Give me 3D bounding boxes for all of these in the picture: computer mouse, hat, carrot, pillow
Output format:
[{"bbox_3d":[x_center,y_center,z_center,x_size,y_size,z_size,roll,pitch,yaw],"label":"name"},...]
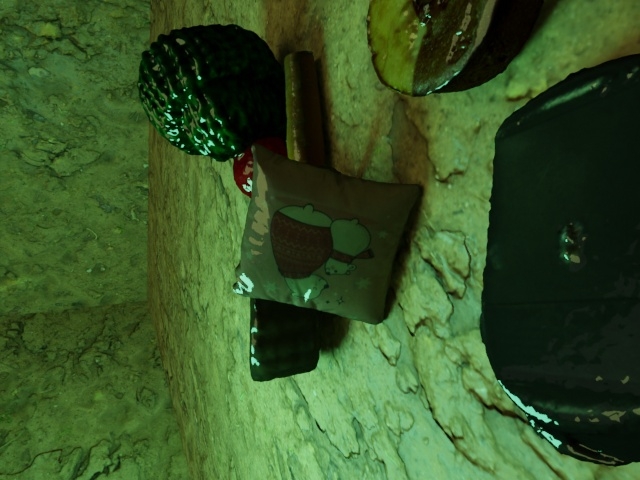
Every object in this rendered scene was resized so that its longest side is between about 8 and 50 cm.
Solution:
[{"bbox_3d":[0.214,0.013,0.363,0.168,0.087,0.296,-15,68,60],"label":"computer mouse"},{"bbox_3d":[-0.155,-0.222,0.881,0.332,0.274,0.242,57,156,15],"label":"hat"},{"bbox_3d":[-0.027,-0.205,0.825,0.067,0.067,0.225,-11,82,63],"label":"carrot"},{"bbox_3d":[0.000,0.000,0.656,0.084,0.236,0.223,-74,-1,-66],"label":"pillow"}]

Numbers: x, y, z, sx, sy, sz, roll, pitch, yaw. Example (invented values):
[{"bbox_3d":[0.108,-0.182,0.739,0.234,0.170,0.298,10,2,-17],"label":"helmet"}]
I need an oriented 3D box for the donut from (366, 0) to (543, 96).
[{"bbox_3d":[0.130,-0.219,0.492,0.217,0.085,0.141,43,131,55],"label":"donut"}]

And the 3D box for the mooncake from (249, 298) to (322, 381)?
[{"bbox_3d":[-0.067,0.133,0.859,0.228,0.124,0.228,178,90,-82],"label":"mooncake"}]

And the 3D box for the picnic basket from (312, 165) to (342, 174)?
[{"bbox_3d":[-0.018,-0.044,0.754,0.179,0.127,0.138,105,147,-51],"label":"picnic basket"}]
